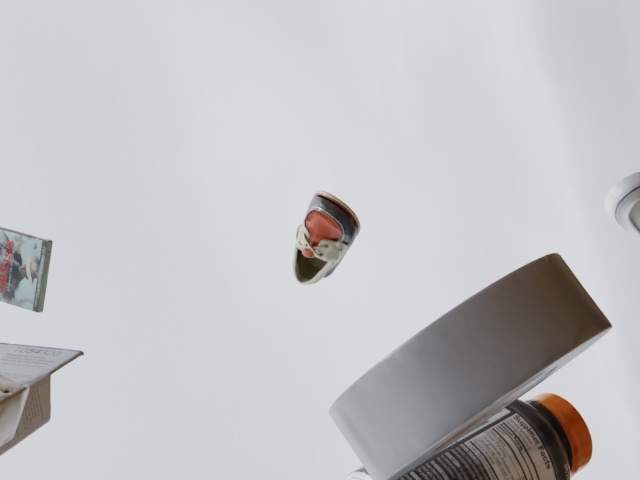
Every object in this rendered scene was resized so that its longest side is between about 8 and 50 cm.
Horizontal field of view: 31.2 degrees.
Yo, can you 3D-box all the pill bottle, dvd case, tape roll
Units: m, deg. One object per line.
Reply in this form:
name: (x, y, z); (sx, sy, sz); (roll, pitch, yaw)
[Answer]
pill bottle: (0.150, 0.232, 1.106); (0.246, 0.130, 0.130); (-21, -90, -31)
dvd case: (-0.370, 0.030, 1.352); (0.013, 0.119, 0.087); (-7, -71, -64)
tape roll: (0.116, 0.102, 0.890); (0.072, 0.219, 0.219); (56, -155, 13)

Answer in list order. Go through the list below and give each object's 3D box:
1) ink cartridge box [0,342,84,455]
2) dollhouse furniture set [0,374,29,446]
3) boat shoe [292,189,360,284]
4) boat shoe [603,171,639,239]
ink cartridge box: (-0.501, 0.209, 1.367); (0.330, 0.324, 0.071); (-32, -59, -60)
dollhouse furniture set: (-0.431, 0.216, 0.875); (0.198, 0.286, 0.303); (-19, -50, -76)
boat shoe: (0.000, 0.000, 0.974); (0.049, 0.137, 0.043); (39, -110, 8)
boat shoe: (0.479, -0.017, 1.537); (0.258, 0.095, 0.084); (19, -148, -40)
